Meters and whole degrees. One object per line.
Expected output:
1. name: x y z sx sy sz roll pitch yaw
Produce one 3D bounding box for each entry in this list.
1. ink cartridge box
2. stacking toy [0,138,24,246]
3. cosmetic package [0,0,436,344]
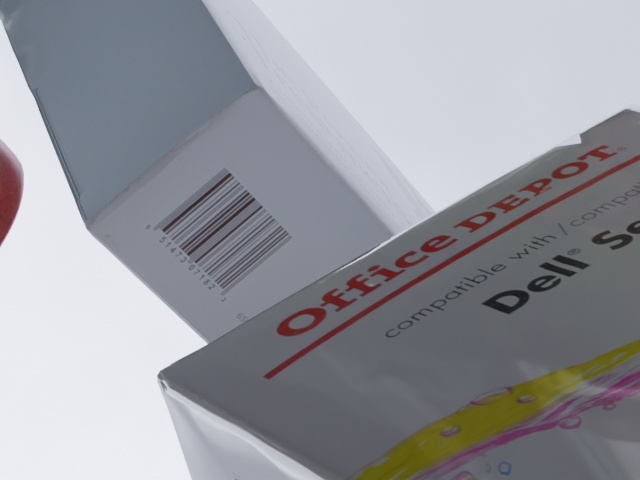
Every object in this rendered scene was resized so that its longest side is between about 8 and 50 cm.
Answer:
1. ink cartridge box: 0.098 0.065 0.550 0.207 0.119 0.353 -29 -154 -26
2. stacking toy: -0.314 -0.005 0.883 0.309 0.130 0.279 -8 -146 27
3. cosmetic package: 0.000 0.000 0.947 0.097 0.377 0.284 -40 -141 5
